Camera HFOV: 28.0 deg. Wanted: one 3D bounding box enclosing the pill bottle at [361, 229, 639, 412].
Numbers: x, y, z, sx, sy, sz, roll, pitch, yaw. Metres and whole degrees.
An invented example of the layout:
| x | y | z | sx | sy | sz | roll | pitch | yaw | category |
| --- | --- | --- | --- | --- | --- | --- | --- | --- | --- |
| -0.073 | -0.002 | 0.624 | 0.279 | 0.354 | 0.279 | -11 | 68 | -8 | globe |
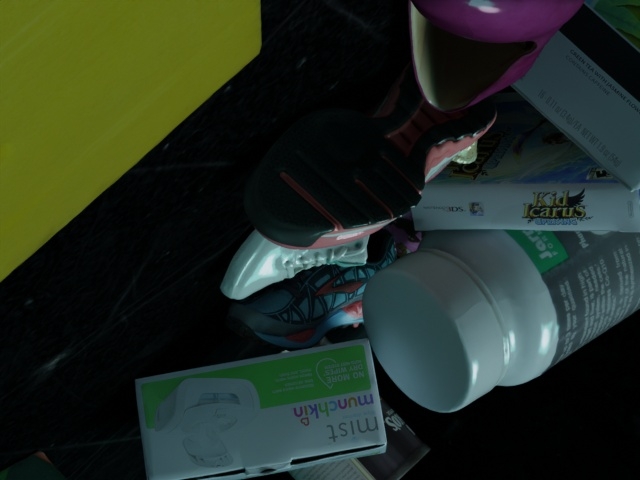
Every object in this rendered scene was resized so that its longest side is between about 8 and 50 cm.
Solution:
| x | y | z | sx | sy | sz | roll | pitch | yaw | category |
| --- | --- | --- | --- | --- | --- | --- | --- | --- | --- |
| 0.236 | 0.038 | 1.450 | 0.361 | 0.204 | 0.204 | -28 | 164 | -31 | pill bottle |

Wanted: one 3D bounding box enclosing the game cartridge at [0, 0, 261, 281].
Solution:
| x | y | z | sx | sy | sz | roll | pitch | yaw | category |
| --- | --- | --- | --- | --- | --- | --- | --- | --- | --- |
| -0.159 | -0.052 | 0.561 | 0.323 | 0.052 | 0.285 | -43 | 171 | -12 | game cartridge |

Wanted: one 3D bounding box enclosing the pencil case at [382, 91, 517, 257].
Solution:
| x | y | z | sx | sy | sz | roll | pitch | yaw | category |
| --- | --- | --- | --- | --- | --- | --- | --- | --- | --- |
| 0.253 | -0.098 | 1.671 | 0.386 | 0.167 | 0.160 | -39 | 147 | -24 | pencil case |

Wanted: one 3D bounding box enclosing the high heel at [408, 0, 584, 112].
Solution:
| x | y | z | sx | sy | sz | roll | pitch | yaw | category |
| --- | --- | --- | --- | --- | --- | --- | --- | --- | --- |
| 0.104 | -0.141 | 0.931 | 0.181 | 0.127 | 0.377 | -60 | 168 | 21 | high heel |

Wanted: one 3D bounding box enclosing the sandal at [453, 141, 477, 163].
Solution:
| x | y | z | sx | sy | sz | roll | pitch | yaw | category |
| --- | --- | --- | --- | --- | --- | --- | --- | --- | --- |
| 0.125 | -0.104 | 1.298 | 0.088 | 0.079 | 0.240 | -26 | 166 | -44 | sandal |

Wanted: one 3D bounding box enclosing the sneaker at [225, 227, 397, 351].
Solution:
| x | y | z | sx | sy | sz | roll | pitch | yaw | category |
| --- | --- | --- | --- | --- | --- | --- | --- | --- | --- |
| -0.009 | 0.041 | 1.486 | 0.262 | 0.104 | 0.125 | -18 | 123 | -46 | sneaker |

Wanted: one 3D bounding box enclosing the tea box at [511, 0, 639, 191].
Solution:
| x | y | z | sx | sy | sz | roll | pitch | yaw | category |
| --- | --- | --- | --- | --- | --- | --- | --- | --- | --- |
| 0.361 | -0.268 | 1.154 | 0.329 | 0.220 | 0.323 | -33 | 162 | -45 | tea box |

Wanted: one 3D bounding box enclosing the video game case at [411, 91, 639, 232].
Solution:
| x | y | z | sx | sy | sz | roll | pitch | yaw | category |
| --- | --- | --- | --- | --- | --- | --- | --- | --- | --- |
| 0.254 | -0.094 | 1.405 | 0.244 | 0.061 | 0.269 | -1 | -154 | 26 | video game case |

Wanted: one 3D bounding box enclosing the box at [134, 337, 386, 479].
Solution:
| x | y | z | sx | sy | sz | roll | pitch | yaw | category |
| --- | --- | --- | --- | --- | --- | --- | --- | --- | --- |
| -0.060 | 0.207 | 1.471 | 0.261 | 0.127 | 0.231 | -10 | 168 | 2 | box |

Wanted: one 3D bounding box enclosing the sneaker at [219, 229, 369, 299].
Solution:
| x | y | z | sx | sy | sz | roll | pitch | yaw | category |
| --- | --- | --- | --- | --- | --- | --- | --- | --- | --- |
| 0.000 | 0.000 | 1.261 | 0.212 | 0.094 | 0.080 | -40 | 171 | -14 | sneaker |

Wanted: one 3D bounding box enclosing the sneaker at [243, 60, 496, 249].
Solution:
| x | y | z | sx | sy | sz | roll | pitch | yaw | category |
| --- | --- | --- | --- | --- | --- | --- | --- | --- | --- |
| 0.038 | -0.052 | 1.130 | 0.314 | 0.116 | 0.136 | -34 | 168 | -45 | sneaker |

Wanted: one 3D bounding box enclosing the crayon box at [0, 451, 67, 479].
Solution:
| x | y | z | sx | sy | sz | roll | pitch | yaw | category |
| --- | --- | --- | --- | --- | --- | --- | --- | --- | --- |
| -0.383 | 0.334 | 1.201 | 0.202 | 0.081 | 0.318 | -48 | 170 | 25 | crayon box |

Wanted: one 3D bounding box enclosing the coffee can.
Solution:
| x | y | z | sx | sy | sz | roll | pitch | yaw | category |
| --- | --- | --- | --- | --- | --- | --- | --- | --- | --- |
| 0.015 | 0.310 | 2.109 | 0.201 | 0.275 | 0.201 | -42 | 171 | -8 | coffee can |
